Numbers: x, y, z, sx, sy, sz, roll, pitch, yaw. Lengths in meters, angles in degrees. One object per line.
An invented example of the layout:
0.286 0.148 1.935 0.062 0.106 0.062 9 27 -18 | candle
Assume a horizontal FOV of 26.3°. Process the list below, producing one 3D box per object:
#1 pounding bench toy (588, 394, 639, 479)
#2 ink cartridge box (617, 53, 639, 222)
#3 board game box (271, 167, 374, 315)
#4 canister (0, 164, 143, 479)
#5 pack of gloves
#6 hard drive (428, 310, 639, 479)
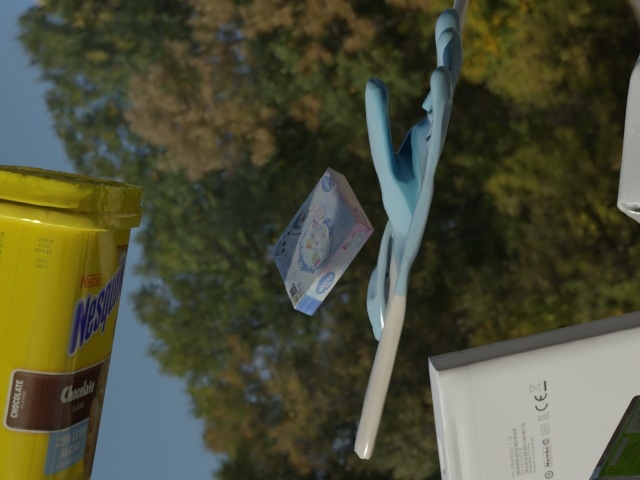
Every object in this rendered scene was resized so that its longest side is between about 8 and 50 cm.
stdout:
0.134 0.082 0.451 0.083 0.052 0.065 -46 -62 -48 | pounding bench toy
0.186 -0.097 0.717 0.145 0.045 0.179 9 -97 -72 | ink cartridge box
0.000 0.000 1.107 0.020 0.090 0.090 24 -158 -28 | board game box
-0.149 0.049 0.722 0.126 0.073 0.169 -24 -56 -84 | canister
0.037 -0.029 0.754 0.195 0.046 0.232 -74 -4 -70 | pack of gloves
0.301 0.198 1.484 0.047 0.353 0.233 -120 20 -67 | hard drive
